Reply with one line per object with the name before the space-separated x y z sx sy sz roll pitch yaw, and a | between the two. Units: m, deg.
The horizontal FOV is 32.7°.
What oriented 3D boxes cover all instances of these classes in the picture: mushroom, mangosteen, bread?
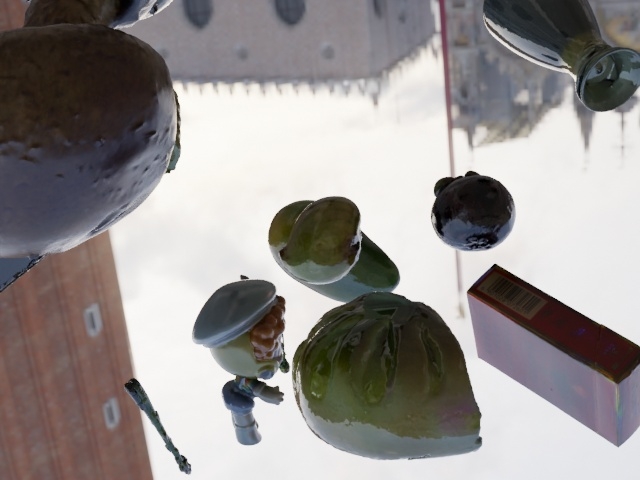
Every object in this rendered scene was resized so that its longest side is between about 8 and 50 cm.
mushroom | -0.300 -0.160 1.165 0.334 0.356 0.331 -8 -174 -18
mangosteen | 0.260 -0.055 1.871 0.152 0.152 0.152 -6 -158 2
bread | 0.062 0.156 1.209 0.260 0.158 0.156 4 -157 33
bread | -0.357 -0.256 2.416 0.087 0.098 0.269 13 -143 -21

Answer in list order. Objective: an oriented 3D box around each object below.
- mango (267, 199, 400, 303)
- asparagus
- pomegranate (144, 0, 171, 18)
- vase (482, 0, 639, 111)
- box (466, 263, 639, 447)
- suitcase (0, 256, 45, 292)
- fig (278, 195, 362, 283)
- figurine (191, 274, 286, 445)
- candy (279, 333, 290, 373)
mango | 0.022 0.025 1.948 0.251 0.156 0.114 33 -160 -9
asparagus | -0.238 0.287 1.636 0.022 0.233 0.023 -20 -141 3
pomegranate | -0.404 -0.535 2.233 0.248 0.202 0.202 -22 -168 32
vase | 0.420 -0.352 1.882 0.173 0.173 0.321 -12 -140 -13
box | 0.400 0.192 1.849 0.089 0.197 0.313 -40 -130 -21
suitcase | -0.493 -0.064 1.571 0.283 0.194 0.434 16 -137 29
fig | 0.012 0.001 1.758 0.120 0.136 0.153 25 -121 18
figurine | -0.172 0.272 2.354 0.205 0.382 0.224 -3 -168 -10
candy | -0.075 0.234 2.260 0.025 0.083 0.023 1 165 -17
